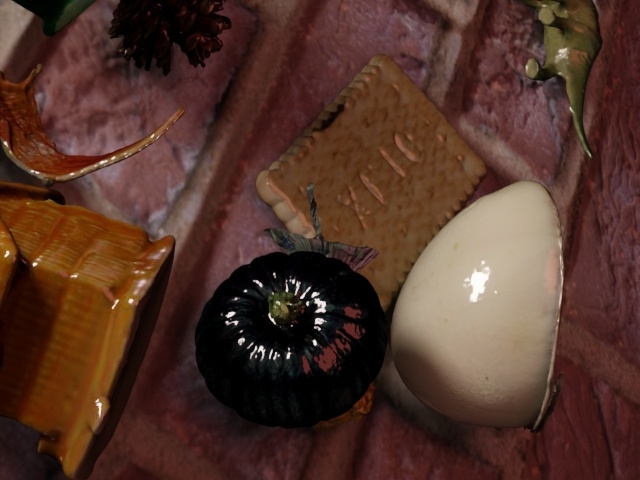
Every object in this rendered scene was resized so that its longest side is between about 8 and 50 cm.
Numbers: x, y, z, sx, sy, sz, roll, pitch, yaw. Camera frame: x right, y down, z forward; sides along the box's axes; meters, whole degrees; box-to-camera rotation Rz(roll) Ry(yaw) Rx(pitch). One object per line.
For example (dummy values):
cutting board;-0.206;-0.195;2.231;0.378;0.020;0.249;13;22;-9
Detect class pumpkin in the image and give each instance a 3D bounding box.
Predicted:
pumpkin;-0.029;0.097;1.350;0.194;0.194;0.150;-28;128;-45

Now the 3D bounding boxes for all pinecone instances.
pinecone;-0.158;-0.241;1.438;0.121;0.140;0.140;33;50;-25

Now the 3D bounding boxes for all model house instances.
model house;-0.262;0.062;1.184;0.229;0.199;0.219;23;9;0

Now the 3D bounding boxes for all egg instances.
egg;0.169;0.065;1.502;0.174;0.264;0.286;7;72;-5

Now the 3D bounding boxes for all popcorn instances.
popcorn;0.018;0.167;1.414;0.082;0.083;0.057;-19;82;-19

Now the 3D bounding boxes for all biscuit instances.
biscuit;0.067;-0.073;1.606;0.217;0.044;0.325;48;46;-9

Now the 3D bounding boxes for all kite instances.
kite;0.000;0.000;1.466;0.011;0.139;0.156;-60;149;-44

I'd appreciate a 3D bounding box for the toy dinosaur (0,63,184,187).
toy dinosaur;-0.315;-0.174;1.263;0.327;0.113;0.206;44;25;19

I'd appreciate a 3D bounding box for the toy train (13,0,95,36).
toy train;-0.290;-0.354;1.293;0.202;0.145;0.266;28;44;-40

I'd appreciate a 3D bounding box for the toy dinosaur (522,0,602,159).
toy dinosaur;0.399;-0.302;1.999;0.301;0.087;0.447;10;64;-45
